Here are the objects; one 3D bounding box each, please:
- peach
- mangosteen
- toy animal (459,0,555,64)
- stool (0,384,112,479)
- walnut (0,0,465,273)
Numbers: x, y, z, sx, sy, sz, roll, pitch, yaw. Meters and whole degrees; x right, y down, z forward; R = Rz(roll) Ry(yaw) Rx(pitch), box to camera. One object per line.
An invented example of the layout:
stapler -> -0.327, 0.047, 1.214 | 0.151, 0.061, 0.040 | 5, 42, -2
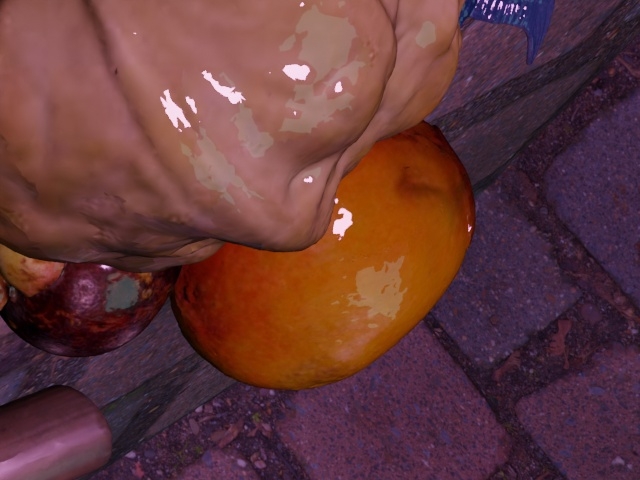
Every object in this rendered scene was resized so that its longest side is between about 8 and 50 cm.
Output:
peach -> -0.001, -0.001, 1.158 | 0.373, 0.290, 0.372 | -10, 132, -12
mangosteen -> -0.216, -0.005, 0.828 | 0.217, 0.192, 0.192 | 13, 135, -38
toy animal -> 0.119, -0.249, 0.959 | 0.239, 0.255, 0.176 | 6, -178, -16
stool -> -0.322, 0.117, 0.587 | 0.310, 0.310, 0.226 | -44, 175, 38
walnut -> -0.071, -0.116, 0.525 | 0.282, 0.253, 0.277 | -56, 167, 8
